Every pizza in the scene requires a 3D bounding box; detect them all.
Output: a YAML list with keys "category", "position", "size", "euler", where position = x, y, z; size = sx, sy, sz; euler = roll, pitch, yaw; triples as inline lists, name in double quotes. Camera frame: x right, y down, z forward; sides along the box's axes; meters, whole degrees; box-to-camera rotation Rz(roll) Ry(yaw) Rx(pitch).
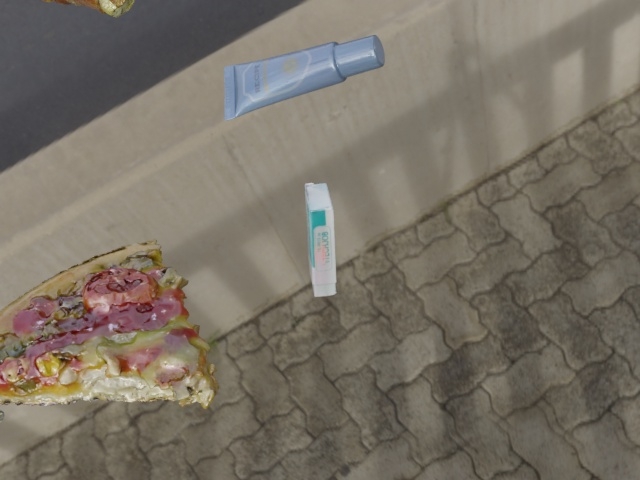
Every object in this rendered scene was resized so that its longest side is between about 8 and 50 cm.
- category: "pizza"
  position: [-0.315, 0.139, 1.172]
  size: [0.406, 0.130, 0.440]
  euler: [18, 38, 26]

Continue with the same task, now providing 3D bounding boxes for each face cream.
- category: "face cream"
  position: [-0.049, -0.367, 1.575]
  size: [0.385, 0.086, 0.135]
  euler: [-10, 74, 24]

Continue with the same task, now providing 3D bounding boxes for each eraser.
- category: "eraser"
  position: [0.000, 0.000, 1.467]
  size: [0.052, 0.225, 0.095]
  euler: [-6, 38, -6]

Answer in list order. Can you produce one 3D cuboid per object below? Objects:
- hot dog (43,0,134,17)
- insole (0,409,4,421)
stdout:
- category: "hot dog"
  position: [-0.394, -0.452, 1.188]
  size: [0.213, 0.103, 0.146]
  euler: [8, 94, 7]
- category: "insole"
  position: [-0.800, 0.384, 1.527]
  size: [0.081, 0.248, 0.011]
  euler: [-53, 51, 25]
